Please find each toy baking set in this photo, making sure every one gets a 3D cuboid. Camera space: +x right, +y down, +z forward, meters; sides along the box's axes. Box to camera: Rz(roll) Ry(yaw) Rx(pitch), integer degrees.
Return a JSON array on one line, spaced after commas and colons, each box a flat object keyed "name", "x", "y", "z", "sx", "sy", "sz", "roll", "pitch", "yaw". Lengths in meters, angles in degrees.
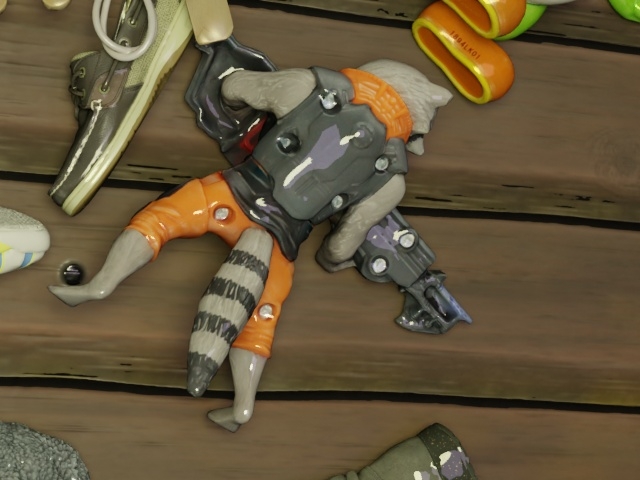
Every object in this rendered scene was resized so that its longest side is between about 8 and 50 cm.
[{"name": "toy baking set", "x": -0.179, "y": -0.242, "z": 1.195, "sx": 0.256, "sy": 0.030, "sz": 0.197, "roll": 15, "pitch": 73, "yaw": -2}]

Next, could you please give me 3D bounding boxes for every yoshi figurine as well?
[{"name": "yoshi figurine", "x": 0.262, "y": -0.262, "z": 1.318, "sx": 0.362, "sy": 0.203, "sz": 0.203, "roll": -40, "pitch": 118, "yaw": -18}]

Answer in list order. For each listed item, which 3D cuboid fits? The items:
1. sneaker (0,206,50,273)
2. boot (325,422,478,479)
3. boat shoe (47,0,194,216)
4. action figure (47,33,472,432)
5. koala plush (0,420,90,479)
[{"name": "sneaker", "x": -0.326, "y": 0.042, "z": 1.158, "sx": 0.240, "sy": 0.091, "sz": 0.126, "roll": -4, "pitch": 109, "yaw": -20}, {"name": "boot", "x": 0.082, "y": 0.292, "z": 1.301, "sx": 0.161, "sy": 0.083, "sz": 0.246, "roll": -26, "pitch": 92, "yaw": -11}, {"name": "boat shoe", "x": -0.167, "y": -0.126, "z": 1.213, "sx": 0.073, "sy": 0.080, "sz": 0.223, "roll": 31, "pitch": 74, "yaw": -11}, {"name": "action figure", "x": 0.000, "y": 0.000, "z": 1.217, "sx": 0.341, "sy": 0.178, "sz": 0.330, "roll": 40, "pitch": 80, "yaw": -17}, {"name": "koala plush", "x": -0.216, "y": 0.240, "z": 1.108, "sx": 0.196, "sy": 0.221, "sz": 0.203, "roll": -8, "pitch": 91, "yaw": -19}]
